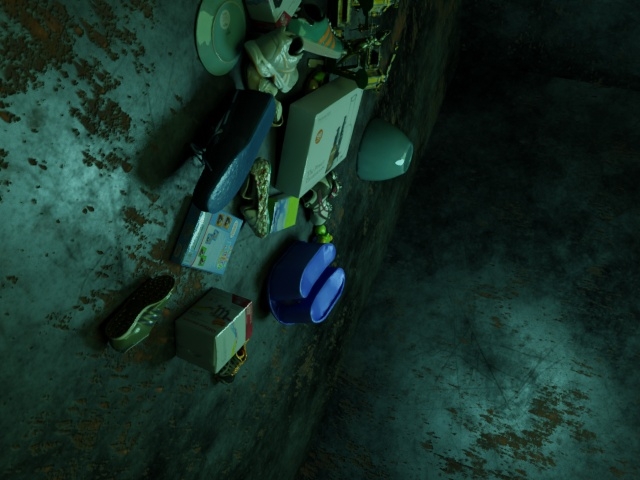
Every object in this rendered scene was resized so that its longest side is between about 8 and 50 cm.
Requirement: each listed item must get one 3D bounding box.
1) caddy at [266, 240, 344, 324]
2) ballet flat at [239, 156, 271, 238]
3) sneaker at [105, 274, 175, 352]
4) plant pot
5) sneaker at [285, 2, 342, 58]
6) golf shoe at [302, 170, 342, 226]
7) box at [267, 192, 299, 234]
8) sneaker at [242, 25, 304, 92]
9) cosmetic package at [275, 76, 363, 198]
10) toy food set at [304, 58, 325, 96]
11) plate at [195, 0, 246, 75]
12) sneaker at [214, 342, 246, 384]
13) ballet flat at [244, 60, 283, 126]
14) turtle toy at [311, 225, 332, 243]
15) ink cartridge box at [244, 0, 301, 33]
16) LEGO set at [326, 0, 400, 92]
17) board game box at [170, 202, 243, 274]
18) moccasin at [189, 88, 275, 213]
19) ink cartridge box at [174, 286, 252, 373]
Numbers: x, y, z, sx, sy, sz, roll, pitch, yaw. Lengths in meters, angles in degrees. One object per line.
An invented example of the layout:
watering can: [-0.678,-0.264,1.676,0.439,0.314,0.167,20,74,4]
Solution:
caddy: [-0.062,0.147,1.833,0.341,0.179,0.241,-52,129,-46]
ballet flat: [-0.186,-0.114,1.417,0.077,0.091,0.241,-13,119,-33]
sneaker: [-0.385,0.162,1.112,0.192,0.064,0.086,-53,161,-43]
plant pot: [0.307,-0.396,2.339,0.290,0.195,0.290,18,90,-72]
sneaker: [-0.008,-0.580,1.421,0.302,0.108,0.121,-28,137,-62]
golf shoe: [-0.017,-0.145,1.836,0.120,0.105,0.273,-11,148,-20]
box: [-0.126,-0.090,1.631,0.178,0.042,0.109,-28,132,-64]
sneaker: [-0.081,-0.439,1.246,0.099,0.121,0.262,62,14,0]
cosmetic package: [0.003,-0.339,1.638,0.377,0.097,0.284,-48,156,-50]
toy food set: [-0.012,-0.468,1.615,0.132,0.039,0.192,-38,141,-59]
plate: [-0.205,-0.452,1.113,0.188,0.024,0.188,-54,155,-40]
sneaker: [-0.270,0.363,1.576,0.084,0.083,0.214,-45,149,-56]
ballet flat: [-0.135,-0.370,1.314,0.073,0.067,0.206,-64,159,-22]
turtle toy: [0.000,0.000,2.030,0.095,0.066,0.130,-25,129,-65]
ink cartridge box: [-0.116,-0.581,1.169,0.127,0.072,0.175,-64,160,-20]
LEGO set: [0.157,-0.638,1.600,0.192,0.255,0.331,-20,118,-33]
board game box: [-0.278,-0.003,1.288,0.160,0.039,0.211,-70,161,-5]
moccasin: [-0.214,-0.208,1.179,0.137,0.117,0.342,101,11,-57]
ink cartridge box: [-0.279,0.234,1.358,0.176,0.128,0.127,-46,148,-53]
